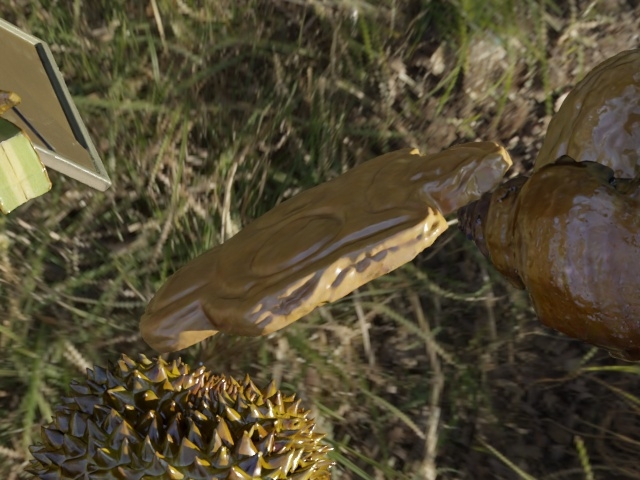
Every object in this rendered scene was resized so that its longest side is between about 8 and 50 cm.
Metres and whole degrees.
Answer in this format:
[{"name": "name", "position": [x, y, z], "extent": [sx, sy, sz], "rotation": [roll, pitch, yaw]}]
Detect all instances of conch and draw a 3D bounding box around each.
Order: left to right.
[{"name": "conch", "position": [0.152, 0.005, 0.463], "extent": [0.233, 0.080, 0.086], "rotation": [-2, 71, 29]}]

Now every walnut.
[{"name": "walnut", "position": [0.203, -0.032, 0.729], "extent": [0.155, 0.155, 0.184], "rotation": [18, 82, -3]}]

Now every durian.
[{"name": "durian", "position": [-0.064, 0.125, 0.620], "extent": [0.168, 0.158, 0.137], "rotation": [9, 69, 19]}]

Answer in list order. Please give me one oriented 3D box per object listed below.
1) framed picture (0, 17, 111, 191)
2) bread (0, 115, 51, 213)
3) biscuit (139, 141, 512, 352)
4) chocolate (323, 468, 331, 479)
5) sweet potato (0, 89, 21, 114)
[{"name": "framed picture", "position": [-0.482, -0.247, 1.752], "extent": [0.326, 0.446, 0.028], "rotation": [27, 109, -37]}, {"name": "bread", "position": [-0.397, -0.099, 1.513], "extent": [0.074, 0.139, 0.084], "rotation": [-32, 123, -23]}, {"name": "biscuit", "position": [-0.002, -0.004, 1.140], "extent": [0.376, 0.269, 0.051], "rotation": [-25, 107, 12]}, {"name": "chocolate", "position": [-0.049, 0.358, 1.773], "extent": [0.177, 0.177, 0.176], "rotation": [1, 84, -5]}, {"name": "sweet potato", "position": [-0.441, -0.186, 1.396], "extent": [0.249, 0.069, 0.059], "rotation": [23, 113, 10]}]
